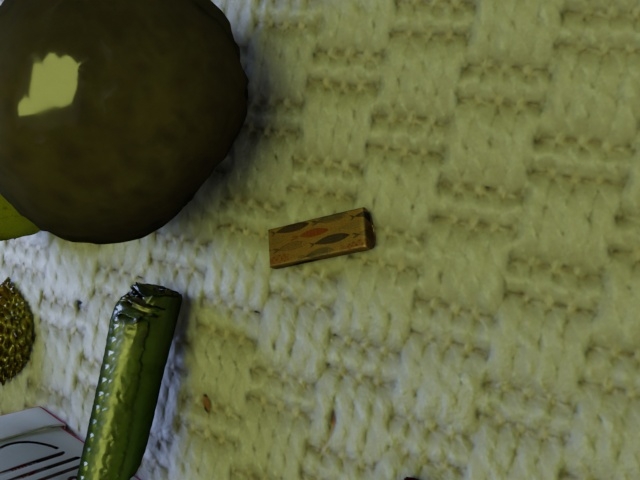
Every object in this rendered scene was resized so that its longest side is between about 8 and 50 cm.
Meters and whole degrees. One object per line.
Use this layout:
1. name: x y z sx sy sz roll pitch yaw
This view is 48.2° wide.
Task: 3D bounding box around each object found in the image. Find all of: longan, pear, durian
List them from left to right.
1. durian: -0.651 0.205 1.414 0.139 0.144 0.252 47 121 60
2. pear: -0.578 -0.098 1.330 0.198 0.198 0.198 -1 88 27
3. longan: -0.325 -0.204 1.083 0.436 0.404 0.404 -43 71 21

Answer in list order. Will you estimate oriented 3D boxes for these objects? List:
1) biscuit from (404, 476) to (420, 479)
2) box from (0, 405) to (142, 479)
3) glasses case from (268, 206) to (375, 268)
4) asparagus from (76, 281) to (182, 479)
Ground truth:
1. biscuit: 0.118 0.510 1.008 0.289 0.081 0.334 31 103 25
2. box: -0.536 0.507 1.210 0.300 0.314 0.312 24 98 23
3. glasses case: 0.000 0.000 1.108 0.170 0.041 0.065 -13 71 26
4. asparagus: -0.321 0.257 1.178 0.128 0.108 0.382 167 116 -68
